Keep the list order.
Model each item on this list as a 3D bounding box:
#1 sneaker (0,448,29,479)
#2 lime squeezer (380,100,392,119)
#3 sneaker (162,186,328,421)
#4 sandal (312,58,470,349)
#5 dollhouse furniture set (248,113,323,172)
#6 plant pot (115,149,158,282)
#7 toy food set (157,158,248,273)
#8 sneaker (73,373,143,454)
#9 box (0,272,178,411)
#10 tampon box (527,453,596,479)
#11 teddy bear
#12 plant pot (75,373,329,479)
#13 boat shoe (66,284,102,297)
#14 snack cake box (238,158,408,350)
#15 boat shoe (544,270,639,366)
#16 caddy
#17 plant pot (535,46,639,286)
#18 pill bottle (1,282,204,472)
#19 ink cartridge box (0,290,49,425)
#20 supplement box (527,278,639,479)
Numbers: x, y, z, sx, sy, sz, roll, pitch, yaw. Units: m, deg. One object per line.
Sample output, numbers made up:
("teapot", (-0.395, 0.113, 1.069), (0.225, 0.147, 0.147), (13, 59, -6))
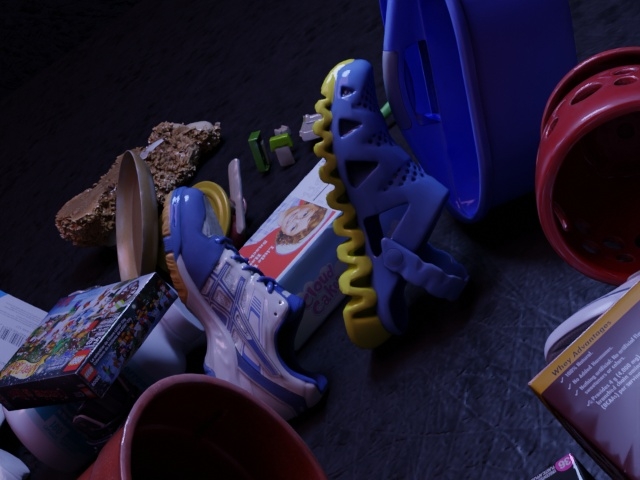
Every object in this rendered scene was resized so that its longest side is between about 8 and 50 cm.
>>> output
("sneaker", (-0.446, 0.350, 1.660), (0.094, 0.080, 0.212), (-56, 27, 0))
("lime squeezer", (0.140, -0.247, 1.758), (0.310, 0.059, 0.110), (-51, 27, -14))
("sneaker", (-0.083, 0.067, 1.388), (0.131, 0.296, 0.112), (-22, -4, 15))
("sandal", (0.078, -0.044, 1.320), (0.138, 0.317, 0.126), (-9, 12, 18))
("dollhouse furniture set", (-0.033, -0.154, 1.900), (0.152, 0.058, 0.076), (-14, 26, 14))
("plant pot", (-0.286, -0.023, 1.901), (0.236, 0.032, 0.236), (180, 90, -71))
("toy food set", (-0.161, -0.018, 1.828), (0.218, 0.071, 0.128), (-31, 61, 37))
("sneaker", (-0.188, 0.225, 1.375), (0.226, 0.163, 0.086), (0, 47, 53))
("box", (-0.287, 0.123, 1.445), (0.233, 0.044, 0.159), (-15, 32, 49))
("tampon box", (0.178, 0.261, 0.864), (0.120, 0.101, 0.161), (-37, 26, 14))
("teddy bear", (-0.307, -0.097, 2.134), (0.245, 0.113, 0.338), (-8, 34, 40))
("plant pot", (-0.156, 0.306, 1.115), (0.265, 0.272, 0.272), (-38, 25, 27))
("boat shoe", (-0.348, 0.123, 1.835), (0.112, 0.095, 0.335), (-44, 26, -3))
("snack cake box", (0.000, 0.000, 1.538), (0.264, 0.089, 0.152), (-48, 28, -10))
("boat shoe", (0.302, 0.059, 1.046), (0.226, 0.083, 0.076), (-22, 19, 16))
("caddy", (0.155, -0.189, 1.340), (0.179, 0.341, 0.241), (-18, 22, -12))
("plant pot", (0.293, -0.074, 1.129), (0.191, 0.191, 0.174), (-33, 19, 20))
("pill bottle", (-0.280, 0.172, 1.604), (0.264, 0.146, 0.146), (-42, 25, 3))
("ink cartridge box", (-0.542, 0.206, 1.845), (0.168, 0.171, 0.232), (-54, 12, 45))
("supplement box", (0.295, 0.119, 0.883), (0.191, 0.129, 0.194), (-43, 25, 0))
